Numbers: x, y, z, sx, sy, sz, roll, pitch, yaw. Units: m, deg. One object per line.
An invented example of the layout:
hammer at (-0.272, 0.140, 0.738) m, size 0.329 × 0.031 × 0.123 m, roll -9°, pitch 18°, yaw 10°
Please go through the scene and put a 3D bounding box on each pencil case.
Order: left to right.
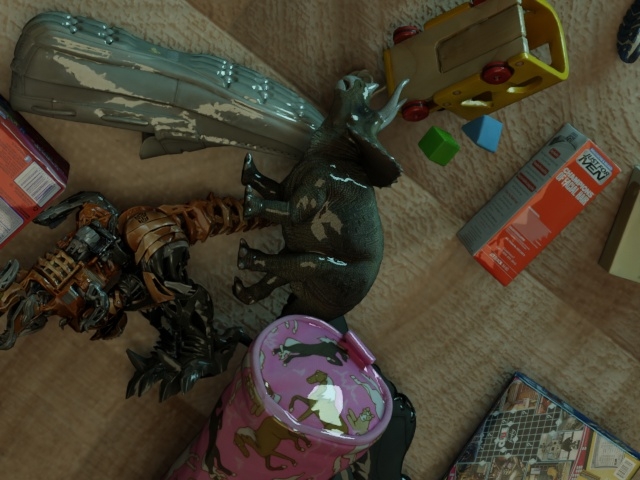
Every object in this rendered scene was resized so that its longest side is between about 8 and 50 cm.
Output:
pencil case at (-0.078, 0.244, 1.741) m, size 0.160 × 0.167 × 0.386 m, roll 20°, pitch 129°, yaw -19°

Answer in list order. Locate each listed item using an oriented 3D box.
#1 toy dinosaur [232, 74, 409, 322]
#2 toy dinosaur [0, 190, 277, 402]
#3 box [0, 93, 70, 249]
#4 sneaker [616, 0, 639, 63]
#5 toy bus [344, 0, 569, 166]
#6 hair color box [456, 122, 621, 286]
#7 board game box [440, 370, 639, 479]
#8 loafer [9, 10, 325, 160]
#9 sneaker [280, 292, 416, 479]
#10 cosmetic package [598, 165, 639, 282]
toy dinosaur at (0.000, 0.000, 1.687) m, size 0.160 × 0.121 × 0.313 m, roll 3°, pitch 103°, yaw -6°
toy dinosaur at (-0.171, 0.040, 1.757) m, size 0.322 × 0.164 × 0.218 m, roll -23°, pitch 95°, yaw 2°
box at (-0.377, -0.110, 1.710) m, size 0.128 × 0.122 × 0.257 m, roll -43°, pitch 104°, yaw 5°
sneaker at (0.355, -0.235, 1.796) m, size 0.058 × 0.052 × 0.135 m, roll 28°, pitch 100°, yaw -16°
toy bus at (0.149, -0.171, 1.758) m, size 0.104 × 0.202 × 0.191 m, roll 23°, pitch 99°, yaw -46°
hair color box at (0.222, -0.038, 1.807) m, size 0.053 × 0.093 × 0.167 m, roll 42°, pitch 97°, yaw -14°
board game box at (0.209, 0.285, 1.886) m, size 0.165 × 0.042 × 0.243 m, roll 35°, pitch 99°, yaw 5°
loafer at (-0.150, -0.132, 1.743) m, size 0.319 × 0.112 × 0.111 m, roll 18°, pitch 110°, yaw -5°
sneaker at (0.033, 0.167, 1.844) m, size 0.130 × 0.109 × 0.286 m, roll -15°, pitch 110°, yaw -14°
cosmetic package at (0.343, -0.014, 1.852) m, size 0.060 × 0.041 × 0.115 m, roll 15°, pitch 101°, yaw -10°
